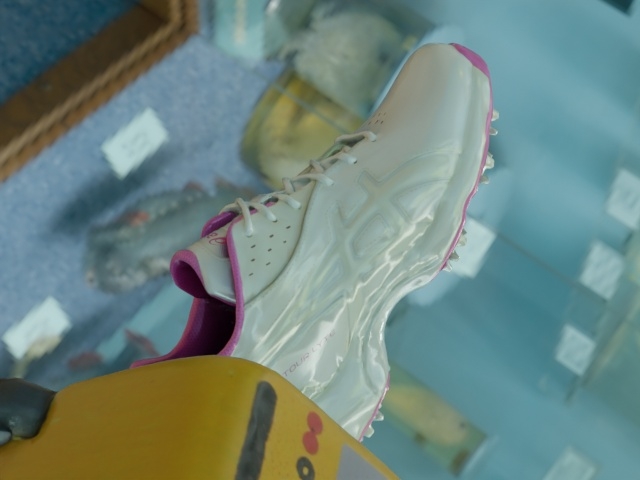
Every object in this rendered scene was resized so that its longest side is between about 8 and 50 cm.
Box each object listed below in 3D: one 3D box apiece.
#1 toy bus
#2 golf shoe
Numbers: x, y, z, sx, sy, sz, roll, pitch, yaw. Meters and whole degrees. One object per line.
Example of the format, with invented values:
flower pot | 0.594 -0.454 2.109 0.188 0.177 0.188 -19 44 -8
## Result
toy bus | -0.132 0.145 0.578 0.332 0.130 0.108 -24 -142 34
golf shoe | 0.000 0.000 0.926 0.306 0.140 0.115 -65 -162 -17
